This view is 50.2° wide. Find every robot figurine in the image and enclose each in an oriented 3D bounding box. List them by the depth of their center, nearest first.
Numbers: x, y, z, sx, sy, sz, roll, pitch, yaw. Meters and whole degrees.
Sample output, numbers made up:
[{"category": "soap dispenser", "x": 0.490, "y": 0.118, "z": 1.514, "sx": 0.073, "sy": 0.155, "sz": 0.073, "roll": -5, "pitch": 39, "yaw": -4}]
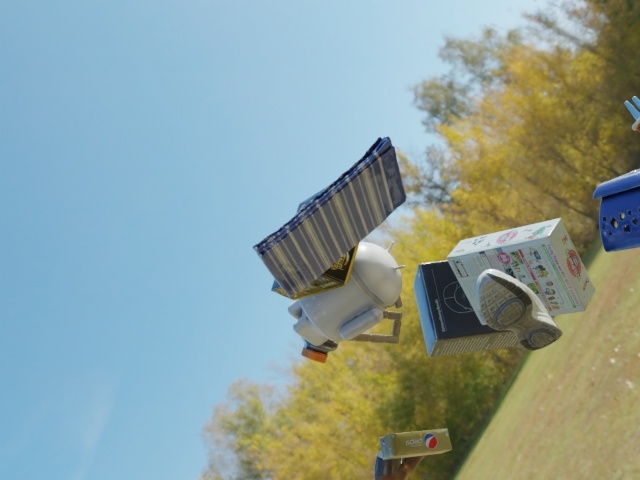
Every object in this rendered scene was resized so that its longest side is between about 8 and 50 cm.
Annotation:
[{"category": "robot figurine", "x": 0.079, "y": 0.142, "z": 1.882, "sx": 0.353, "sy": 0.299, "sz": 0.200, "roll": -39, "pitch": -47, "yaw": 13}]

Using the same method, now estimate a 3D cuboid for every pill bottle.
[{"category": "pill bottle", "x": 0.015, "y": 0.281, "z": 2.271, "sx": 0.130, "sy": 0.131, "sz": 0.245, "roll": 37, "pitch": -108, "yaw": -72}]

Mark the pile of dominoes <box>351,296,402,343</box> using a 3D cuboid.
[{"category": "pile of dominoes", "x": 0.174, "y": 0.265, "z": 2.451, "sx": 0.040, "sy": 0.251, "sz": 0.195, "roll": -165, "pitch": 83, "yaw": -69}]

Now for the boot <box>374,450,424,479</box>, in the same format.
[{"category": "boot", "x": 0.236, "y": 0.756, "z": 2.042, "sx": 0.264, "sy": 0.096, "sz": 0.280, "roll": -1, "pitch": -84, "yaw": -63}]

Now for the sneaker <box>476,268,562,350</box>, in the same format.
[{"category": "sneaker", "x": 0.423, "y": 0.138, "z": 1.514, "sx": 0.111, "sy": 0.129, "sz": 0.297, "roll": -33, "pitch": -47, "yaw": 20}]

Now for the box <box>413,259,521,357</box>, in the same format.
[{"category": "box", "x": 0.561, "y": 0.229, "z": 2.446, "sx": 0.212, "sy": 0.396, "sz": 0.293, "roll": 89, "pitch": 174, "yaw": -63}]

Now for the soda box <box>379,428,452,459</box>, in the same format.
[{"category": "soda box", "x": 0.249, "y": 0.532, "z": 1.786, "sx": 0.182, "sy": 0.058, "sz": 0.061, "roll": 2, "pitch": -26, "yaw": -26}]

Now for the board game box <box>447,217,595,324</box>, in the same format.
[{"category": "board game box", "x": 0.514, "y": 0.087, "z": 1.767, "sx": 0.304, "sy": 0.223, "sz": 0.097, "roll": -15, "pitch": 21, "yaw": 46}]

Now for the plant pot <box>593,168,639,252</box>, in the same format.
[{"category": "plant pot", "x": 0.977, "y": -0.109, "z": 2.039, "sx": 0.236, "sy": 0.212, "sz": 0.236, "roll": -20, "pitch": -1, "yaw": -22}]

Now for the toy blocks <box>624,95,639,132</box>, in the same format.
[{"category": "toy blocks", "x": 0.608, "y": -0.192, "z": 1.215, "sx": 0.123, "sy": 0.148, "sz": 0.054, "roll": -7, "pitch": -31, "yaw": -47}]

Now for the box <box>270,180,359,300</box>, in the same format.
[{"category": "box", "x": 0.000, "y": 0.000, "z": 1.658, "sx": 0.322, "sy": 0.079, "sz": 0.257, "roll": -26, "pitch": 42, "yaw": 63}]

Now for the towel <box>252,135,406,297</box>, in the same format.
[{"category": "towel", "x": 0.031, "y": -0.039, "z": 1.352, "sx": 0.336, "sy": 0.040, "sz": 0.243, "roll": -40, "pitch": -28, "yaw": -6}]
